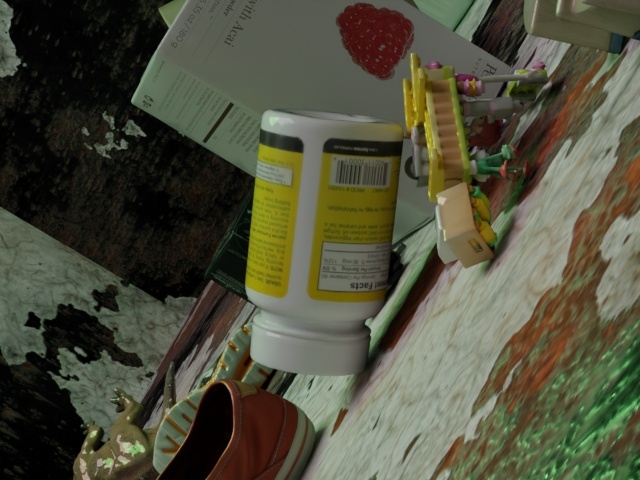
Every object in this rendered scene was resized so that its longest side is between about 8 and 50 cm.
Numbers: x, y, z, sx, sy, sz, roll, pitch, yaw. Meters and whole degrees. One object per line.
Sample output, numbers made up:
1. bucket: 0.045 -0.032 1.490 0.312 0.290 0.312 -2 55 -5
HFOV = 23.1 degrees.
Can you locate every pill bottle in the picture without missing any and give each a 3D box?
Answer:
1. pill bottle: 0.000 0.000 1.292 0.119 0.119 0.208 -100 16 -82

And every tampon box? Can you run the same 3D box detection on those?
1. tampon box: -0.068 0.000 2.184 0.101 0.120 0.161 -53 8 42

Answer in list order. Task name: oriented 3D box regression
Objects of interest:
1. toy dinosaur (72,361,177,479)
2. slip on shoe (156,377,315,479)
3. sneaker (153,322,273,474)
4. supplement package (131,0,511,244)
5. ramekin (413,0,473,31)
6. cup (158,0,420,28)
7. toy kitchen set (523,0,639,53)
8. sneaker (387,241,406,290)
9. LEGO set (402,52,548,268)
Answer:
1. toy dinosaur: -0.262 0.308 2.077 0.295 0.127 0.200 -45 17 14
2. slip on shoe: -0.124 0.258 1.282 0.123 0.101 0.331 -5 49 57
3. sneaker: -0.122 0.197 1.867 0.215 0.084 0.083 -51 1 -17
4. supplement package: -0.003 -0.148 1.488 0.177 0.293 0.175 -62 8 -17
5. ramekin: 0.156 -0.379 2.181 0.273 0.127 0.273 -58 5 8
6. cup: 0.009 -0.178 1.729 0.237 0.331 0.331 -32 7 1
7. toy kitchen set: 0.227 -0.231 1.035 0.166 0.122 0.207 171 110 -82
8. sneaker: 0.059 0.018 1.426 0.069 0.038 0.098 -52 19 43
9. LEGO set: 0.127 -0.077 1.189 0.287 0.107 0.132 -101 7 -75
